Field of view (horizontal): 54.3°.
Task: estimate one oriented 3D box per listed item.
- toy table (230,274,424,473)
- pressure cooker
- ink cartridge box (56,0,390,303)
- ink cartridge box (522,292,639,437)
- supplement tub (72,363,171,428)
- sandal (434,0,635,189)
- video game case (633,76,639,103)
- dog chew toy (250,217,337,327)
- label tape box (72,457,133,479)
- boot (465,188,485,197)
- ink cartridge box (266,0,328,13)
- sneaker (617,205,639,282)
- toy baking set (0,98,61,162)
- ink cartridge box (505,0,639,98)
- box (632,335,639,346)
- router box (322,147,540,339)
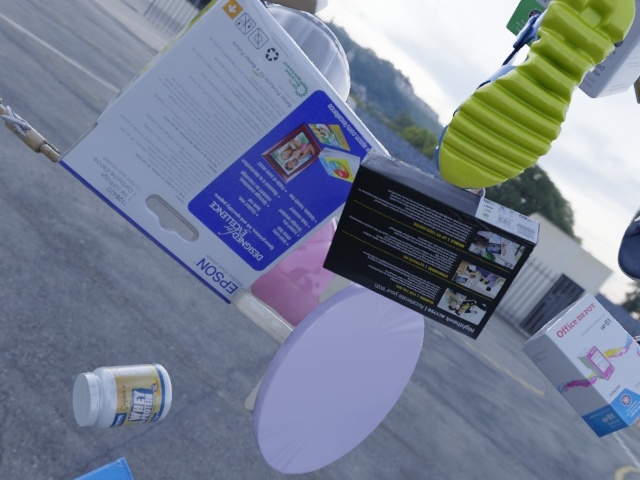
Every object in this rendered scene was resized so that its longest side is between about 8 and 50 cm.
[{"bbox_3d":[0.002,0.157,0.843,0.252,0.274,0.161,50,-7,-25],"label":"toy table"},{"bbox_3d":[-0.118,-0.343,1.481,0.375,0.370,0.420,26,42,-5],"label":"pressure cooker"},{"bbox_3d":[-0.113,-0.112,0.810,0.303,0.307,0.072,45,14,-27],"label":"ink cartridge box"},{"bbox_3d":[0.295,0.132,0.673,0.122,0.088,0.052,50,-30,16],"label":"ink cartridge box"},{"bbox_3d":[-0.479,0.376,1.511,0.199,0.144,0.144,4,30,-40],"label":"supplement tub"},{"bbox_3d":[0.270,-0.197,0.824,0.126,0.317,0.138,41,5,-5],"label":"sandal"},{"bbox_3d":[0.701,-0.364,1.196,0.206,0.026,0.227,6,-38,42],"label":"video game case"},{"bbox_3d":[-0.050,0.004,1.249,0.206,0.206,0.332,16,62,-67],"label":"dog chew toy"},{"bbox_3d":[-0.373,0.479,0.908,0.240,0.334,0.106,-20,55,-27],"label":"label tape box"},{"bbox_3d":[0.350,0.009,1.474,0.207,0.248,0.090,40,3,-12],"label":"boot"},{"bbox_3d":[-0.067,-0.573,1.176,0.193,0.235,0.088,18,34,10],"label":"ink cartridge box"},{"bbox_3d":[0.603,-0.089,1.034,0.148,0.350,0.131,18,18,-43],"label":"sneaker"},{"bbox_3d":[-0.519,-0.201,1.051,0.256,0.030,0.197,41,-10,5],"label":"toy baking set"},{"bbox_3d":[0.455,-0.401,0.954,0.121,0.289,0.211,-18,57,-35],"label":"ink cartridge box"},{"bbox_3d":[0.489,0.205,0.946,0.116,0.029,0.162,60,-8,13],"label":"box"},{"bbox_3d":[0.104,0.005,0.623,0.178,0.133,0.046,26,36,7],"label":"router box"}]
